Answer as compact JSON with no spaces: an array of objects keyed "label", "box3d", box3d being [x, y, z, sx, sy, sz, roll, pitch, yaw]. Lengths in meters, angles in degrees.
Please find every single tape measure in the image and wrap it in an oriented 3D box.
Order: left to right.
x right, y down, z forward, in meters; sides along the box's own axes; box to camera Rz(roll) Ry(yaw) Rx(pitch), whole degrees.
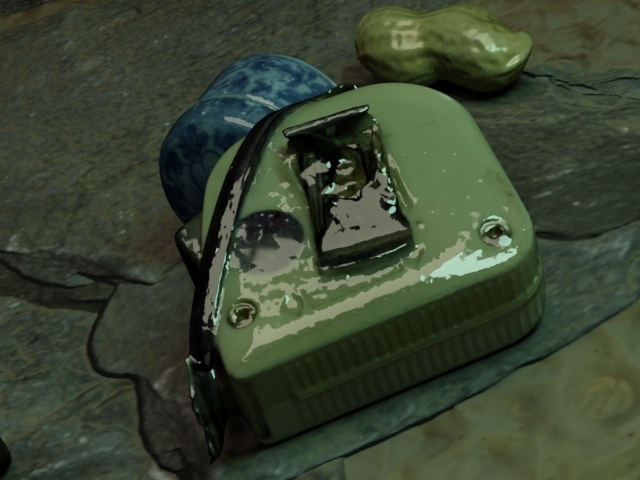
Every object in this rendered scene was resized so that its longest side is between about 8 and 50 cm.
[{"label":"tape measure","box3d":[0.000,0.000,1.280,0.271,0.133,0.231,-25,52,-3]}]

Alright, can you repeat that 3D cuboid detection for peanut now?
[{"label":"peanut","box3d":[0.107,-0.170,1.607,0.187,0.082,0.082,4,38,35]}]

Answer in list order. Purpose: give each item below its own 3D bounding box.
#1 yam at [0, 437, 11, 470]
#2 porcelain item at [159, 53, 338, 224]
[{"label":"yam","box3d":[-0.367,0.175,1.283,0.279,0.131,0.131,-29,31,-16]},{"label":"porcelain item","box3d":[-0.048,-0.063,1.453,0.147,0.147,0.114,1,36,33]}]
